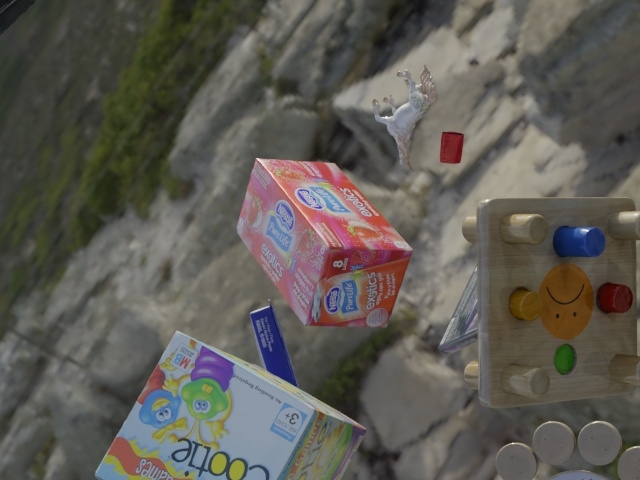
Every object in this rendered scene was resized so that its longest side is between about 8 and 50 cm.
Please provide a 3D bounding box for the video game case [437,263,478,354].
[{"bbox_3d":[0.257,0.066,2.091,0.196,0.026,0.274,-63,5,-14],"label":"video game case"}]

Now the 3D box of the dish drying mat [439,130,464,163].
[{"bbox_3d":[0.188,-0.133,2.000,0.083,0.032,0.008,85,-166,-64],"label":"dish drying mat"}]

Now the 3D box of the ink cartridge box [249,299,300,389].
[{"bbox_3d":[-0.067,0.229,2.330,0.224,0.045,0.223,90,163,-73],"label":"ink cartridge box"}]

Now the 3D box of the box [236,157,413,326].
[{"bbox_3d":[0.000,0.000,1.857,0.257,0.128,0.122,52,132,51],"label":"box"}]

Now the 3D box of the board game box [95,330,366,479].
[{"bbox_3d":[-0.070,0.191,1.273,0.142,0.144,0.275,-61,-14,-4],"label":"board game box"}]

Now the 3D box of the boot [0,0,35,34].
[{"bbox_3d":[-0.474,-0.411,1.949,0.094,0.207,0.246,-21,26,38],"label":"boot"}]

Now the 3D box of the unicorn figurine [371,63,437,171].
[{"bbox_3d":[0.136,-0.201,2.266,0.111,0.060,0.162,59,140,24],"label":"unicorn figurine"}]

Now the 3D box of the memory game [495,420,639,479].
[{"bbox_3d":[0.218,0.241,1.169,0.186,0.012,0.186,-1,88,26],"label":"memory game"}]

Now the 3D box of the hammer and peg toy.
[{"bbox_3d":[0.339,0.065,1.758,0.127,0.361,0.266,1,93,56],"label":"hammer and peg toy"}]
